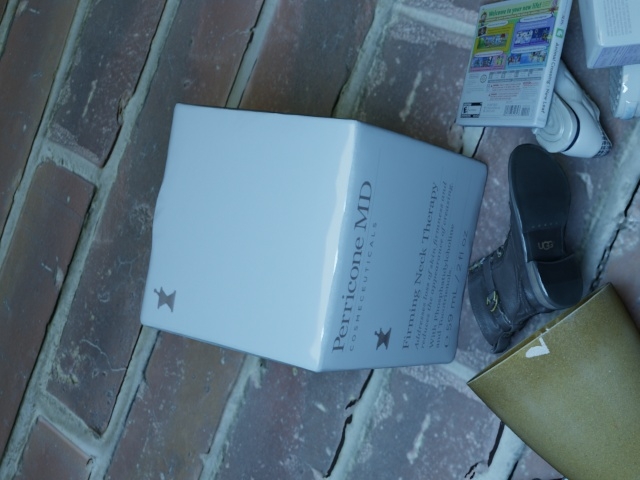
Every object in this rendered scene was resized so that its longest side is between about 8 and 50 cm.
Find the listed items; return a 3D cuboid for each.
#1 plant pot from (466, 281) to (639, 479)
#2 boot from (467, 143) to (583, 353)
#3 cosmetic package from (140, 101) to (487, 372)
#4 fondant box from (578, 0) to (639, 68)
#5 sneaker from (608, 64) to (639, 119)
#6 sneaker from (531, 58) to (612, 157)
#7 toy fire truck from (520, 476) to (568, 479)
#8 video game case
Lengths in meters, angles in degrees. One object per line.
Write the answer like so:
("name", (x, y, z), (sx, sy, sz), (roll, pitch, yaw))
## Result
("plant pot", (0.363, 0.227, 1.242), (0.237, 0.237, 0.254), (-39, 79, 25))
("boot", (0.269, 0.017, 1.342), (0.229, 0.091, 0.263), (136, 132, -66))
("cosmetic package", (0.000, 0.000, 1.390), (0.327, 0.393, 0.329), (11, 92, 34))
("fondant box", (0.491, -0.356, 1.166), (0.330, 0.096, 0.238), (-5, 80, 7))
("sneaker", (0.484, -0.335, 1.279), (0.150, 0.135, 0.366), (6, 83, 5))
("sneaker", (0.347, -0.210, 1.368), (0.090, 0.095, 0.235), (124, 145, -45))
("toy fire truck", (0.312, 0.414, 1.345), (0.192, 0.047, 0.135), (-18, 76, 31))
("video game case", (0.283, -0.264, 1.386), (0.212, 0.023, 0.193), (17, 96, 66))
